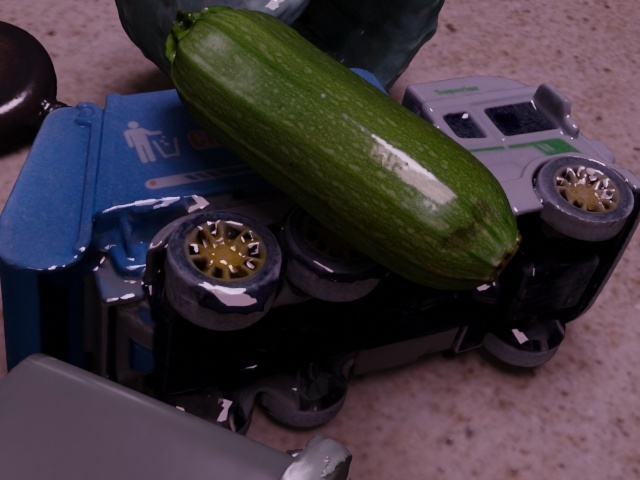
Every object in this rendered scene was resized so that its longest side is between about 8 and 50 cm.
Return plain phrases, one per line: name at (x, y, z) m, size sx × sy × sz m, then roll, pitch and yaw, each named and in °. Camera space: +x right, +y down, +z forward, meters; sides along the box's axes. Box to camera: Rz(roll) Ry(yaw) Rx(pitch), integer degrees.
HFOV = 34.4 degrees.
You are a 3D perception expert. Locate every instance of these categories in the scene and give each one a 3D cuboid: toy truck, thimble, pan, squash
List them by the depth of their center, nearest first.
squash at (0.001, -0.051, 0.503) m, size 0.219 × 0.068 × 0.077 m, roll 39°, pitch 33°, yaw 25°
toy truck at (0.000, 0.000, 0.603) m, size 0.367 × 0.146 × 0.175 m, roll -9°, pitch 51°, yaw -22°
pan at (-0.190, -0.085, 0.687) m, size 0.212 × 0.040 × 0.115 m, roll 25°, pitch 54°, yaw 5°
thimble at (-0.026, -0.172, 0.692) m, size 0.143 × 0.198 × 0.235 m, roll 42°, pitch 23°, yaw 19°

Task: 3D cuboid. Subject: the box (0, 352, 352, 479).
box at (-0.100, 0.162, 0.369) m, size 0.135 × 0.163 × 0.243 m, roll 24°, pitch 50°, yaw 16°
